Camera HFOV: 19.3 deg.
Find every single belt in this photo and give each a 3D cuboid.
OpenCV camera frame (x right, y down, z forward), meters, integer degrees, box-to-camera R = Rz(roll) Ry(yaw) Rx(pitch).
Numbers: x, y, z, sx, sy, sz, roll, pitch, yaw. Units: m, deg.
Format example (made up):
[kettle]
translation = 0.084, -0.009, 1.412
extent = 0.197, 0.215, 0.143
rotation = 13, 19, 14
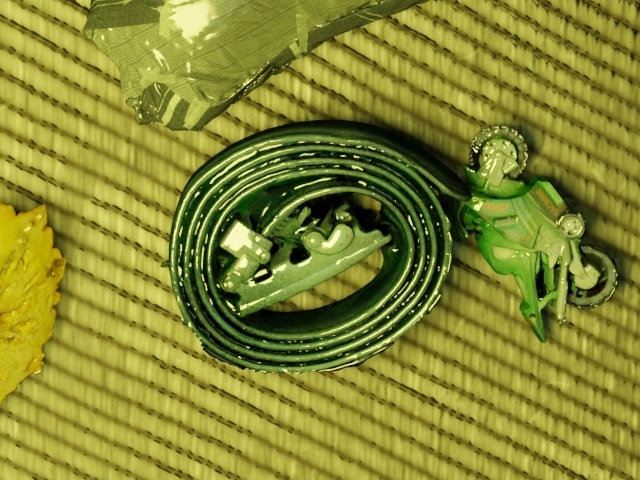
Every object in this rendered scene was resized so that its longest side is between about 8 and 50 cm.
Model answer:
[belt]
translation = 0.000, 0.000, 1.591
extent = 0.267, 0.116, 0.206
rotation = -16, 101, 1

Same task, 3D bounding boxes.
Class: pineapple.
[pineapple]
translation = -0.324, 0.075, 1.586
extent = 0.164, 0.140, 0.250
rotation = 22, 76, 31

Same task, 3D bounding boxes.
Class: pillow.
[pillow]
translation = -0.032, -0.220, 1.573
extent = 0.335, 0.092, 0.161
rotation = -31, 105, -3

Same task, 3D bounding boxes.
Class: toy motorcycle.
[toy motorcycle]
translation = 0.175, -0.007, 1.639
extent = 0.106, 0.074, 0.190
rotation = -36, 101, 9
